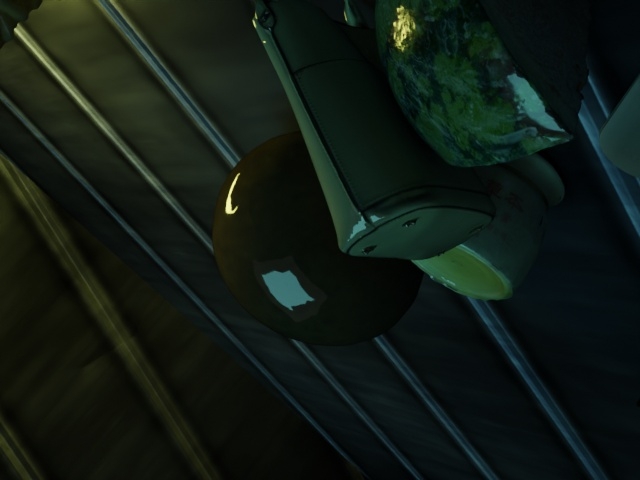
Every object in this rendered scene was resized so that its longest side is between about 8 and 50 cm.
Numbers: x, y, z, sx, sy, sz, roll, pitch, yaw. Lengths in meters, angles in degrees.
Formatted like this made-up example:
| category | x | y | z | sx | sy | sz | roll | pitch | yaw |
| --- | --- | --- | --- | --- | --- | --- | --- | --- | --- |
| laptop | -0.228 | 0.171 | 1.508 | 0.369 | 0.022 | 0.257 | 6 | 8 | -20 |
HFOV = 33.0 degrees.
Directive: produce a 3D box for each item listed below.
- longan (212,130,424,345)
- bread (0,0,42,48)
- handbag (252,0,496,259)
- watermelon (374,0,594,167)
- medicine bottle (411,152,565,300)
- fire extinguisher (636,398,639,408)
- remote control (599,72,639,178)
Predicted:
| category | x | y | z | sx | sy | sz | roll | pitch | yaw |
| --- | --- | --- | --- | --- | --- | --- | --- | --- | --- |
| longan | 0.000 | 0.000 | 1.417 | 0.300 | 0.243 | 0.300 | 7 | 125 | 10 |
| bread | -0.642 | -0.362 | 1.491 | 0.279 | 0.371 | 0.390 | 18 | 158 | 34 |
| handbag | 0.034 | -0.132 | 1.041 | 0.241 | 0.109 | 0.315 | 6 | -128 | -58 |
| watermelon | 0.123 | -0.177 | 0.907 | 0.176 | 0.256 | 0.260 | -3 | 173 | -30 |
| medicine bottle | 0.174 | -0.028 | 1.168 | 0.147 | 0.143 | 0.147 | 27 | 163 | 9 |
| fire extinguisher | 0.469 | 0.240 | 1.464 | 0.083 | 0.025 | 0.038 | 40 | 138 | -9 |
| remote control | 0.301 | -0.116 | 0.922 | 0.077 | 0.022 | 0.245 | 36 | 161 | 9 |
